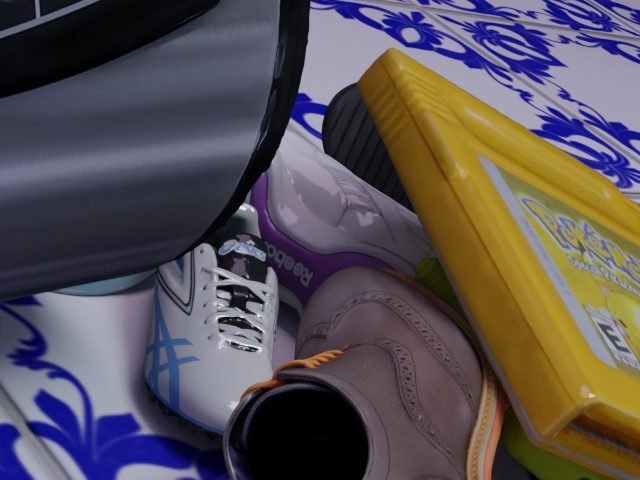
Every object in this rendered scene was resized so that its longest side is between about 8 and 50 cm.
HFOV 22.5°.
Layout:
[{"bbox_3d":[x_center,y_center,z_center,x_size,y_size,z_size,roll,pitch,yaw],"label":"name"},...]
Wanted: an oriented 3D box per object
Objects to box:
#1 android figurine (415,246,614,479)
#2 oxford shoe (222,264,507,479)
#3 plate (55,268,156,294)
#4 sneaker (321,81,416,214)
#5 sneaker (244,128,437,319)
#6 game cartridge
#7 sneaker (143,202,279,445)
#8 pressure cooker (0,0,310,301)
[{"bbox_3d":[0.173,0.094,1.072,0.273,0.056,0.248,41,23,-4],"label":"android figurine"},{"bbox_3d":[0.021,0.094,0.884,0.133,0.130,0.363,42,15,-22],"label":"oxford shoe"},{"bbox_3d":[-0.177,-0.047,1.110,0.188,0.024,0.188,18,47,-20],"label":"plate"},{"bbox_3d":[0.104,-0.048,1.342,0.331,0.122,0.146,27,4,-38],"label":"sneaker"},{"bbox_3d":[0.000,0.000,1.182,0.305,0.114,0.152,44,23,26],"label":"sneaker"},{"bbox_3d":[0.178,0.034,1.047,0.285,0.053,0.323,25,30,-39],"label":"game cartridge"},{"bbox_3d":[-0.063,0.048,1.022,0.085,0.086,0.237,16,25,-17],"label":"sneaker"},{"bbox_3d":[-0.260,-0.125,0.836,0.420,0.375,0.370,-10,36,-42],"label":"pressure cooker"}]
